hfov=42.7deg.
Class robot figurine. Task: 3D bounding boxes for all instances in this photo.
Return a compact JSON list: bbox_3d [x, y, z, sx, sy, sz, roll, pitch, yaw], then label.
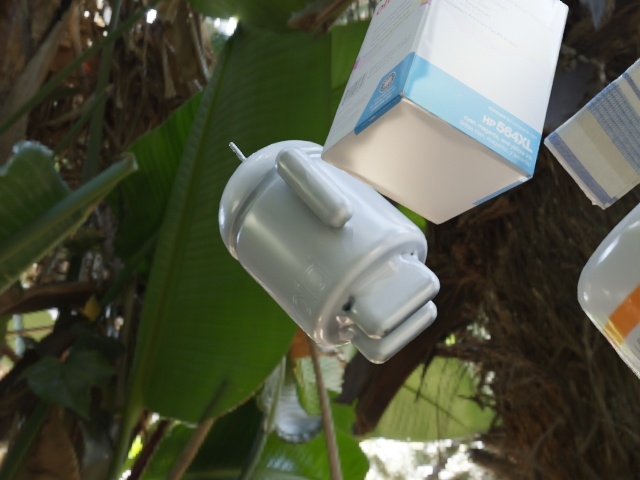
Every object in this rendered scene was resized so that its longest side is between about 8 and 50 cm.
[{"bbox_3d":[0.000,0.000,1.101,0.200,0.353,0.299,-35,-30,-21],"label":"robot figurine"}]

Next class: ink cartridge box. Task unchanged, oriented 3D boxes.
[{"bbox_3d":[0.077,-0.101,0.485,0.090,0.143,0.092,28,-27,-18],"label":"ink cartridge box"}]

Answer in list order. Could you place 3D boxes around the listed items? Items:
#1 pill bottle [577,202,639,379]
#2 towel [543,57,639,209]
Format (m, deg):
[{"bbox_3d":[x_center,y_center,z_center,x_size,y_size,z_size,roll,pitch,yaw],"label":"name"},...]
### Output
[{"bbox_3d":[0.331,0.107,0.379,0.224,0.392,0.224,-30,-23,-14],"label":"pill bottle"},{"bbox_3d":[0.485,-0.187,1.225,0.285,0.034,0.209,-43,-49,15],"label":"towel"}]
